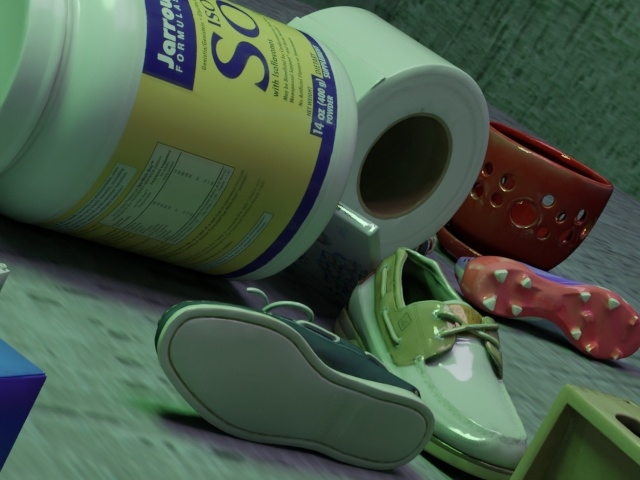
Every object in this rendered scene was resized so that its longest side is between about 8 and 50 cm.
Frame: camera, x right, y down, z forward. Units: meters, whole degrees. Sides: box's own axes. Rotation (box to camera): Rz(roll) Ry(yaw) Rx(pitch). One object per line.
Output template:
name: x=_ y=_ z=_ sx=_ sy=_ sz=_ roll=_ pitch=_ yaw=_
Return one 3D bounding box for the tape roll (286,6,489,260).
tape roll: x=0.045 y=-0.119 z=1.886 sx=0.246 sy=0.246 sz=0.169 roll=14 pitch=19 yaw=-45

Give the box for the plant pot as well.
plant pot: x=0.250 y=-0.039 z=2.139 sx=0.191 sy=0.174 sz=0.191 roll=26 pitch=14 yaw=-7

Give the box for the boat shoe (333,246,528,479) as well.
boat shoe: x=0.100 y=0.100 z=1.461 sx=0.113 sy=0.103 sz=0.302 roll=19 pitch=15 yaw=-31

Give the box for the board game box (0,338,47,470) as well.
board game box: x=-0.354 y=0.019 z=0.921 sx=0.347 sy=0.078 sz=0.233 roll=34 pitch=14 yaw=25

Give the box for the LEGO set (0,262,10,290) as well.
LEGO set: x=-0.312 y=-0.022 z=1.131 sx=0.227 sy=0.093 sz=0.087 roll=30 pitch=13 yaw=12

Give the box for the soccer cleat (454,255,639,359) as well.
soccer cleat: x=0.270 y=0.073 z=1.972 sx=0.248 sy=0.083 sz=0.095 roll=18 pitch=11 yaw=-25

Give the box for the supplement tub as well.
supplement tub: x=-0.160 y=-0.111 z=1.453 sx=0.331 sy=0.241 sz=0.241 roll=17 pitch=16 yaw=-37

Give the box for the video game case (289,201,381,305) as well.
video game case: x=0.000 y=0.000 z=1.629 sx=0.143 sy=0.019 sz=0.157 roll=33 pitch=-26 yaw=24

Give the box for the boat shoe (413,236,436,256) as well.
boat shoe: x=0.118 y=-0.002 z=2.023 sx=0.043 sy=0.049 sz=0.137 roll=27 pitch=8 yaw=-10

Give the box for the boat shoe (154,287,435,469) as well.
boat shoe: x=-0.023 y=0.096 z=1.248 sx=0.254 sy=0.095 sz=0.079 roll=20 pitch=16 yaw=-34

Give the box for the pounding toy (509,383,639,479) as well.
pounding toy: x=0.252 y=0.193 z=1.230 sx=0.094 sy=0.181 sz=0.206 roll=17 pitch=16 yaw=-39
